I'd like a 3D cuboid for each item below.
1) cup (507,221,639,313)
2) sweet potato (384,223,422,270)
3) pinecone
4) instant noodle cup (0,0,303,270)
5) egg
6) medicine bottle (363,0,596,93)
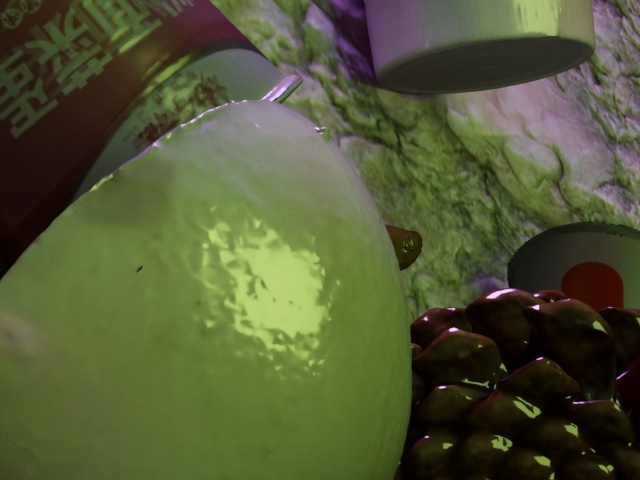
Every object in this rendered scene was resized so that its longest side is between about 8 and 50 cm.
[{"bbox_3d":[0.239,0.152,1.476,0.203,0.203,0.288,49,44,-28],"label":"cup"},{"bbox_3d":[0.000,0.000,1.319,0.273,0.067,0.067,4,68,-49],"label":"sweet potato"},{"bbox_3d":[0.150,0.202,1.176,0.384,0.384,0.385,32,47,-42],"label":"pinecone"},{"bbox_3d":[-0.154,-0.096,1.016,0.178,0.234,0.235,52,35,-7],"label":"instant noodle cup"},{"bbox_3d":[-0.053,0.092,0.912,0.201,0.337,0.337,36,28,17],"label":"egg"},{"bbox_3d":[0.135,-0.318,1.524,0.256,0.256,0.325,5,78,-54],"label":"medicine bottle"}]
